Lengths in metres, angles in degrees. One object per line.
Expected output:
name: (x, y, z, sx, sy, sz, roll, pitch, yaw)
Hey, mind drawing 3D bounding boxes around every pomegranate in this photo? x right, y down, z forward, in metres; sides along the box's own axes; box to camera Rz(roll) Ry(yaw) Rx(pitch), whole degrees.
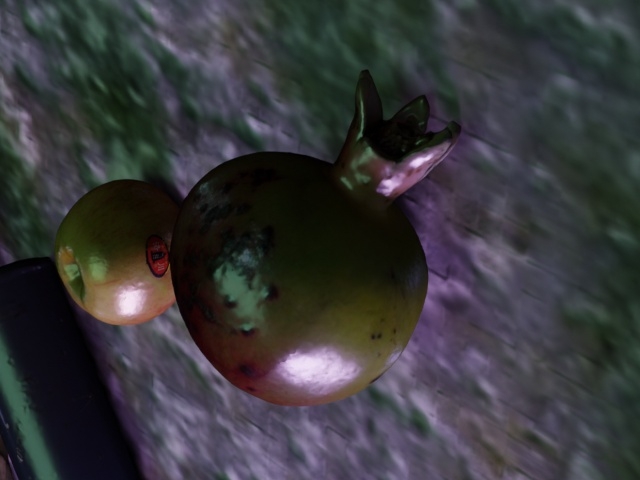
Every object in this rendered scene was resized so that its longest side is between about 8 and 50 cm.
pomegranate: (-0.006, 0.002, 0.847, 0.129, 0.129, 0.159, 44, 136, 30)

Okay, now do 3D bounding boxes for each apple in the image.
apple: (-0.114, 0.007, 1.030, 0.084, 0.071, 0.084, 25, 125, 43)

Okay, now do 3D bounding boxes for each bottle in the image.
bottle: (-0.162, 0.133, 1.147, 0.082, 0.072, 0.244, -5, -108, -85)

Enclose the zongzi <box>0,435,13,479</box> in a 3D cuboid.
zongzi: (-0.277, 0.107, 1.188, 0.393, 0.174, 0.356, 45, 140, 33)
